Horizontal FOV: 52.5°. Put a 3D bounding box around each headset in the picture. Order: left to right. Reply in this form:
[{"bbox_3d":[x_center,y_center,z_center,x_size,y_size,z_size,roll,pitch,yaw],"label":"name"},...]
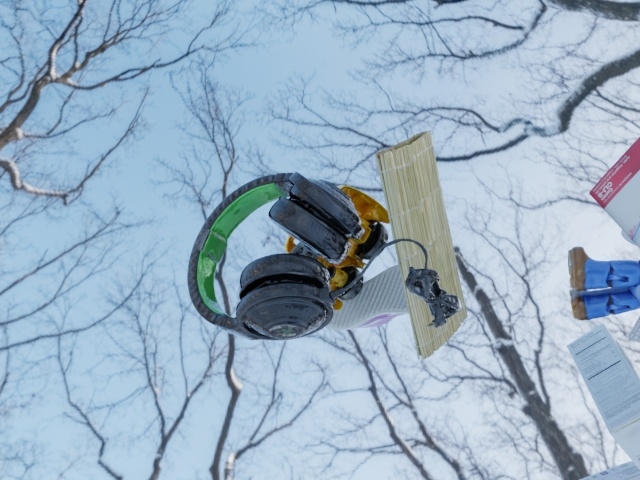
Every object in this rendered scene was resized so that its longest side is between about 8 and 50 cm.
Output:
[{"bbox_3d":[-0.010,0.038,0.905,0.394,0.243,0.185,7,-22,39],"label":"headset"}]

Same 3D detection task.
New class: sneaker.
[{"bbox_3d":[0.157,0.114,1.325,0.282,0.102,0.161,-16,-16,23],"label":"sneaker"}]

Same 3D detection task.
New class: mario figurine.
[{"bbox_3d":[0.584,0.059,1.081,0.321,0.170,0.198,-3,-24,19],"label":"mario figurine"}]

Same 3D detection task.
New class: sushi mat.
[{"bbox_3d":[0.155,0.005,0.967,0.019,0.151,0.316,-3,-73,39],"label":"sushi mat"}]

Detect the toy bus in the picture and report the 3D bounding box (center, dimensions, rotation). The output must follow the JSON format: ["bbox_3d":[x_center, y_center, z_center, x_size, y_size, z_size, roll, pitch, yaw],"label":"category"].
[{"bbox_3d":[0.000,0.000,1.270,0.149,0.211,0.220,31,-95,-32],"label":"toy bus"}]

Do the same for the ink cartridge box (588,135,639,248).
[{"bbox_3d":[0.465,-0.036,0.818,0.128,0.176,0.127,18,-58,-30],"label":"ink cartridge box"}]

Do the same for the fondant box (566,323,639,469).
[{"bbox_3d":[0.606,0.331,1.222,0.096,0.330,0.238,-38,-82,18],"label":"fondant box"}]

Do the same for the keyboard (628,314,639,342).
[{"bbox_3d":[0.760,0.124,1.406,0.072,0.014,0.256,31,-61,28],"label":"keyboard"}]

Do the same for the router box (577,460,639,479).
[{"bbox_3d":[0.579,0.673,1.369,0.336,0.082,0.301,-17,-93,-7],"label":"router box"}]
